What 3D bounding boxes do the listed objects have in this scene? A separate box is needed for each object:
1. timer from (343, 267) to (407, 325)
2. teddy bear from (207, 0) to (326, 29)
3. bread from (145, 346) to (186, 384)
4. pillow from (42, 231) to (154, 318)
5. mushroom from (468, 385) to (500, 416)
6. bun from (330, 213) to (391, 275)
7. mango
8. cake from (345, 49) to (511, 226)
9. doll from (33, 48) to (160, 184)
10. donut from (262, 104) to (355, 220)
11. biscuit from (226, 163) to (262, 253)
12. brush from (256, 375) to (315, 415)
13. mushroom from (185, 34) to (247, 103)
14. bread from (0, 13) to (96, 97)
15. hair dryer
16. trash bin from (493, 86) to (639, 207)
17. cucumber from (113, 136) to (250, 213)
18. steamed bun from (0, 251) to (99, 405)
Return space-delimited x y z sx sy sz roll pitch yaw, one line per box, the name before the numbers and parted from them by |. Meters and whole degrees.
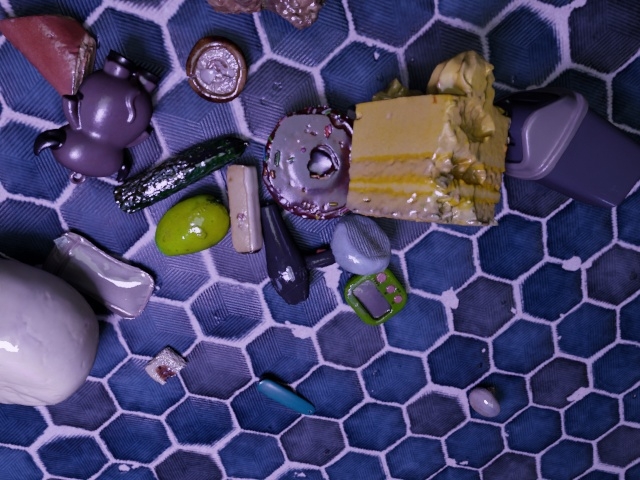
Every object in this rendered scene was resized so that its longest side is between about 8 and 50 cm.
timer | 0.130 0.128 1.016 0.128 0.047 0.140 -37 108 6
teddy bear | -0.125 -0.487 0.690 0.222 0.246 0.296 -13 140 18
bread | -0.378 0.304 1.035 0.083 0.035 0.070 -36 107 10
pillow | -0.489 0.080 0.946 0.232 0.038 0.131 31 101 -15
mushroom | 0.445 0.425 1.141 0.079 0.085 0.085 -36 114 -36
bun | 0.081 0.014 0.897 0.140 0.141 0.083 26 138 -13
mango | -0.274 -0.025 0.900 0.178 0.100 0.119 -31 111 14
cake | 0.202 -0.177 0.785 0.222 0.227 0.286 1 96 -44
doll | -0.407 -0.220 0.799 0.257 0.117 0.182 -53 147 13
donut | -0.004 -0.160 0.883 0.234 0.089 0.235 -1 109 -4
biscuit | -0.156 -0.067 0.896 0.056 0.052 0.188 -1 98 31
brush | -0.088 0.401 1.102 0.193 0.032 0.043 39 97 -28
mushroom | -0.199 -0.330 0.826 0.123 0.052 0.123 -1 116 -3
bread | -0.484 -0.354 0.782 0.119 0.067 0.192 -39 108 8
hair dryer | 0.000 0.000 0.962 0.271 0.091 0.236 -19 100 -12
trash bin | 0.476 -0.189 0.860 0.290 0.209 0.182 21 105 -18
cucumber | -0.281 -0.143 0.876 0.293 0.067 0.068 -26 109 3
steamed bun | -0.610 0.178 0.863 0.311 0.233 0.334 12 139 -9
